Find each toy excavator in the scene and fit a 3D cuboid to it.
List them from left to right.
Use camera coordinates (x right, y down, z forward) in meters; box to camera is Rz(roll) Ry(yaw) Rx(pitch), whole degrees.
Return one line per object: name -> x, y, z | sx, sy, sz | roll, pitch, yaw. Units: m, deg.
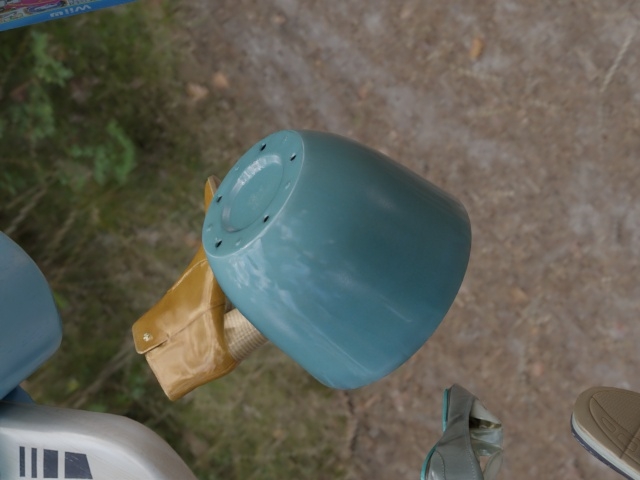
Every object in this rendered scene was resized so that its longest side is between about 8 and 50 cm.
toy excavator -> -0.257, 0.136, 1.025 | 0.445, 0.222, 0.432 | -2, 110, 27

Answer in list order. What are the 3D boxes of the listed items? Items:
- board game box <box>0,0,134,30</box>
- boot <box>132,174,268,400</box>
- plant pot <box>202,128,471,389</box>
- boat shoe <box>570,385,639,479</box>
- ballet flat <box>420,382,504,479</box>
board game box -> -0.297, -0.326, 1.457 | 0.303, 0.224, 0.097 | 131, 125, -84
boot -> -0.186, 0.066, 1.932 | 0.104, 0.211, 0.295 | 37, -152, -55
plant pot -> 0.000, 0.000, 1.651 | 0.235, 0.293, 0.293 | 36, 158, -29
boat shoe -> 0.371, 0.246, 1.336 | 0.285, 0.103, 0.092 | 26, 138, 5
ballet flat -> 0.142, 0.195, 1.274 | 0.068, 0.213, 0.072 | -2, 106, 13
